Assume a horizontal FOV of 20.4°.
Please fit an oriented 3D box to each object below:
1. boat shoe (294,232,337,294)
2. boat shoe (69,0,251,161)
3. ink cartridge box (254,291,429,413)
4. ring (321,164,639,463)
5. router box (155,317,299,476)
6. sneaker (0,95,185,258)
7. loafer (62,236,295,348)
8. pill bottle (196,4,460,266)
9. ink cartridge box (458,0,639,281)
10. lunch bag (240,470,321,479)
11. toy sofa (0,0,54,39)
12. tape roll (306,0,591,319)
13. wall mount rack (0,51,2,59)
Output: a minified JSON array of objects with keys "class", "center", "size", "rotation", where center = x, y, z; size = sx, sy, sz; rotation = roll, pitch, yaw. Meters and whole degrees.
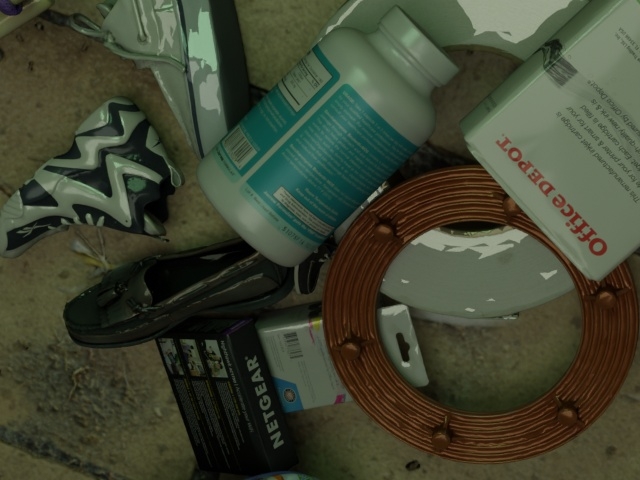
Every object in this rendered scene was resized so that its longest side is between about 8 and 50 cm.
[{"class":"boat shoe","center":[0.000,0.000,1.868],"size":[0.038,0.046,0.125],"rotation":[13,102,12]},{"class":"boat shoe","center":[-0.180,-0.237,1.850],"size":[0.156,0.136,0.367],"rotation":[-11,103,14]},{"class":"ink cartridge box","center":[0.026,0.120,1.968],"size":[0.181,0.061,0.104],"rotation":[-11,107,15]},{"class":"ring","center":[0.165,0.085,1.870],"size":[0.337,0.032,0.336],"rotation":[3,110,10]},{"class":"router box","center":[-0.106,0.175,1.988],"size":[0.133,0.046,0.179],"rotation":[-1,112,47]},{"class":"sneaker","center":[-0.244,-0.029,1.953],"size":[0.235,0.094,0.153],"rotation":[-45,87,10]},{"class":"loafer","center":[-0.164,0.044,1.953],"size":[0.267,0.096,0.084],"rotation":[-15,144,8]},{"class":"pill bottle","center":[0.013,-0.109,1.762],"size":[0.264,0.146,0.146],"rotation":[-44,96,10]},{"class":"ink cartridge box","center":[0.297,-0.126,1.724],"size":[0.273,0.115,0.198],"rotation":[-42,100,10]},{"class":"lunch bag","center":[-0.082,0.371,2.003],"size":[0.303,0.115,0.243],"rotation":[-17,144,17]},{"class":"toy sofa","center":[-0.409,-0.349,1.723],"size":[0.150,0.177,0.362],"rotation":[-29,101,17]},{"class":"tape roll","center":[0.159,-0.108,1.861],"size":[0.392,0.072,0.392],"rotation":[3,109,9]},{"class":"wall mount rack","center":[-0.523,-0.121,1.967],"size":[0.304,0.130,0.350],"rotation":[11,110,11]}]
